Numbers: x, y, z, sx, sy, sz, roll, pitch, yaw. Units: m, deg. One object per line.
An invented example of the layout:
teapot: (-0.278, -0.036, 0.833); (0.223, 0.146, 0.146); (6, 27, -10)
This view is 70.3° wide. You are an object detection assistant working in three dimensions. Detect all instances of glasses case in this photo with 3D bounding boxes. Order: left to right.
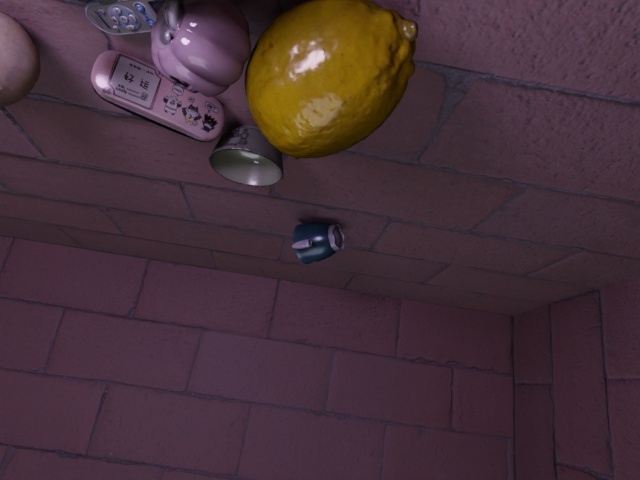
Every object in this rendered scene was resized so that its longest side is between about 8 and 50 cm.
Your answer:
glasses case: (-0.375, -0.337, 1.083); (0.314, 0.122, 0.075); (21, 162, -31)

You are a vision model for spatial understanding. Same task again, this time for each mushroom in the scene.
mushroom: (-0.712, -0.401, 0.996); (0.204, 0.205, 0.204); (7, 161, 3)

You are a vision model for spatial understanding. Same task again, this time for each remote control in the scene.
remote control: (-0.342, -0.447, 0.877); (0.244, 0.047, 0.087); (3, 157, 16)

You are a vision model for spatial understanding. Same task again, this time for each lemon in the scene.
lemon: (0.008, -0.300, 0.840); (0.285, 0.286, 0.316); (14, 137, -16)

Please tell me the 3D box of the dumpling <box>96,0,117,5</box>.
dumpling: (-0.210, -0.437, 0.610); (0.320, 0.212, 0.270); (10, 168, 35)

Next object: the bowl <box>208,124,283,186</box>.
bowl: (-0.201, -0.248, 1.282); (0.211, 0.112, 0.211); (7, 162, 2)

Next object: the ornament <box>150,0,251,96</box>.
ornament: (-0.215, -0.350, 0.796); (0.177, 0.178, 0.177); (7, 161, 3)

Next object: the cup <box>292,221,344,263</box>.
cup: (0.000, 0.000, 1.845); (0.173, 0.168, 0.299); (-13, 180, 24)
